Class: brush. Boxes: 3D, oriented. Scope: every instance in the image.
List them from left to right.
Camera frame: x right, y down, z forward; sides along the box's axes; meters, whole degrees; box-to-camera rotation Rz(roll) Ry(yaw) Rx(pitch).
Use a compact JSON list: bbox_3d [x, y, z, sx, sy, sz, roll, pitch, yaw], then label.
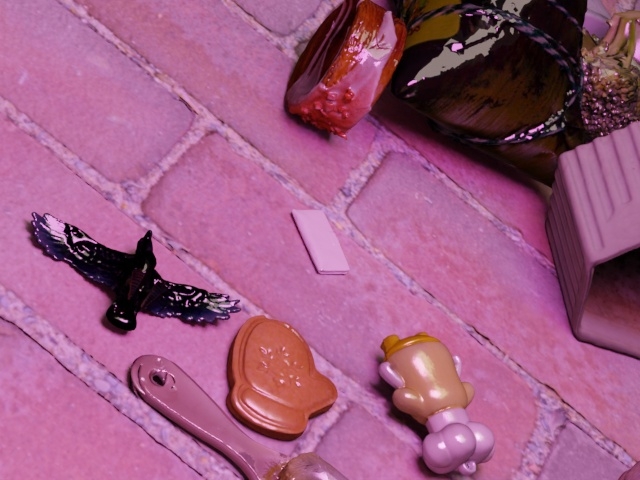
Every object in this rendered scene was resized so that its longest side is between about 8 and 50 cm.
[{"bbox_3d":[-0.039,0.197,1.483,0.313,0.067,0.072,40,38,3],"label":"brush"}]

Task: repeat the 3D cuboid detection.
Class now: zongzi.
[{"bbox_3d":[0.245,-0.296,1.979,0.319,0.362,0.383,25,40,-37],"label":"zongzi"}]

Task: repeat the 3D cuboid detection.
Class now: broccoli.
[{"bbox_3d":[0.390,-0.213,2.156,0.226,0.176,0.198,-24,41,-19],"label":"broccoli"}]

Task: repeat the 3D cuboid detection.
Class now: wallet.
[{"bbox_3d":[0.000,0.000,1.751,0.044,0.011,0.083,3,50,-39],"label":"wallet"}]

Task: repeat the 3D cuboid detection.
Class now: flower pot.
[{"bbox_3d":[0.385,-0.002,1.916,0.209,0.239,0.189,48,24,-43],"label":"flower pot"}]

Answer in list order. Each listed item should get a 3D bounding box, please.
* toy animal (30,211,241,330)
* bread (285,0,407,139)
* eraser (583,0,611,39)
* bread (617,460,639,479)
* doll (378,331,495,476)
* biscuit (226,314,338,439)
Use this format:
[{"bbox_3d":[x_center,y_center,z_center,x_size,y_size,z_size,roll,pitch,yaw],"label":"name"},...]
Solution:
[{"bbox_3d":[-0.173,0.034,1.545,0.220,0.062,0.108,24,22,-18],"label":"toy animal"},{"bbox_3d":[0.029,-0.197,1.861,0.073,0.160,0.160,29,39,-20],"label":"bread"},{"bbox_3d":[0.283,-0.382,2.300,0.189,0.104,0.290,2,51,-34],"label":"eraser"},{"bbox_3d":[0.404,0.301,1.722,0.337,0.102,0.183,-12,56,-43],"label":"bread"},{"bbox_3d":[0.116,0.163,1.645,0.106,0.062,0.162,-2,54,-36],"label":"doll"},{"bbox_3d":[-0.035,0.132,1.581,0.118,0.023,0.140,20,41,-23],"label":"biscuit"}]
